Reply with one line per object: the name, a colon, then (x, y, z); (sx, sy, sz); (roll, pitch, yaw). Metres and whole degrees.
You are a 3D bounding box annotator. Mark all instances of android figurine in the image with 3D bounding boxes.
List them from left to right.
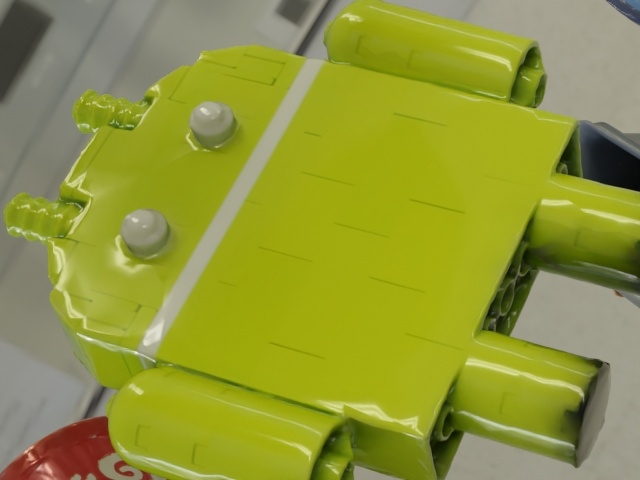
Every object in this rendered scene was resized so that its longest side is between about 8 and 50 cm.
android figurine: (0.000, 0.000, 0.741); (0.273, 0.056, 0.248); (18, 58, 22)

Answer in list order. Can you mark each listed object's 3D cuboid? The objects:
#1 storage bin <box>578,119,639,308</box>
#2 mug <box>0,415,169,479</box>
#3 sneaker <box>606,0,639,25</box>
storage bin: (0.209, -0.009, 1.004); (0.135, 0.091, 0.098); (-137, 45, -54)
mug: (-0.051, 0.158, 0.771); (0.150, 0.113, 0.169); (-31, 45, -21)
sneaker: (0.217, -0.220, 1.324); (0.059, 0.053, 0.144); (-37, 60, 20)
